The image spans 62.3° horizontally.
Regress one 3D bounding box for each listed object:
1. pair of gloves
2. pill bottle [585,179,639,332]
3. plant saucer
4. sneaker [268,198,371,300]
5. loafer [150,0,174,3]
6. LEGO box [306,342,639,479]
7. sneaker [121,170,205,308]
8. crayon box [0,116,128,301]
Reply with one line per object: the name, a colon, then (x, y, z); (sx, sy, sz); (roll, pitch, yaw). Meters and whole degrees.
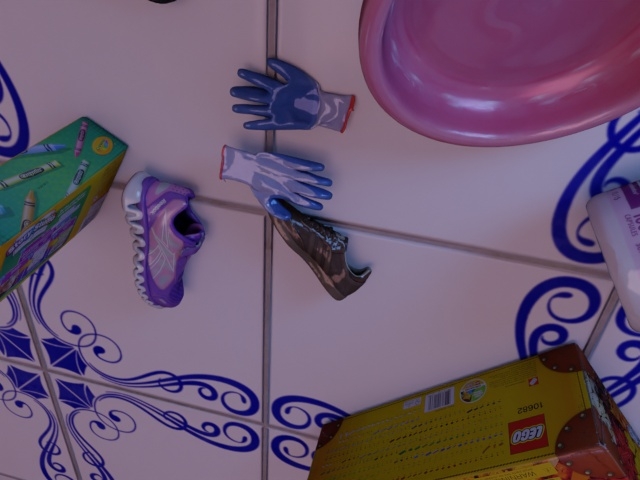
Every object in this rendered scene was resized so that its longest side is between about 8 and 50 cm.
pair of gloves: (-0.049, -0.125, 0.684); (0.159, 0.023, 0.198); (16, 107, 1)
pill bottle: (0.460, -0.017, 0.550); (0.301, 0.169, 0.169); (-21, 114, 26)
plant saucer: (0.199, -0.210, 0.476); (0.332, 0.084, 0.332); (-2, 156, -1)
sneaker: (0.000, 0.000, 0.768); (0.071, 0.066, 0.188); (-35, 111, 10)
loafer: (-0.264, -0.342, 0.601); (0.223, 0.078, 0.076); (32, 125, -6)
LEGO box: (0.278, 0.433, 0.877); (0.500, 0.193, 0.372); (-29, 110, 29)
sneaker: (-0.228, 0.010, 0.815); (0.104, 0.095, 0.236); (4, 122, 4)
crayon box: (-0.387, -0.037, 0.711); (0.081, 0.278, 0.165); (35, 124, -9)
